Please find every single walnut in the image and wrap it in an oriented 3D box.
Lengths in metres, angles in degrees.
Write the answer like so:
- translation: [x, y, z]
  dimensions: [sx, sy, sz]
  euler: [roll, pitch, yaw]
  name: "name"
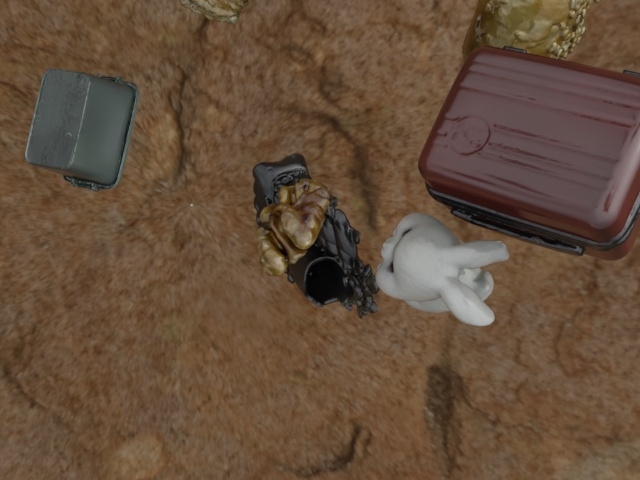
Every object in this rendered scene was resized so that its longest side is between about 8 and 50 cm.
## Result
- translation: [-0.046, -0.027, 1.338]
  dimensions: [0.069, 0.170, 0.143]
  euler: [36, 113, -17]
  name: "walnut"

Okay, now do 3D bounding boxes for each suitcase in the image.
- translation: [0.298, -0.117, 1.205]
  dimensions: [0.297, 0.161, 0.236]
  euler: [21, 79, 32]
  name: "suitcase"

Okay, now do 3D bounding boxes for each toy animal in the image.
- translation: [0.173, 0.044, 1.308]
  dimensions: [0.179, 0.193, 0.127]
  euler: [22, 84, 7]
  name: "toy animal"

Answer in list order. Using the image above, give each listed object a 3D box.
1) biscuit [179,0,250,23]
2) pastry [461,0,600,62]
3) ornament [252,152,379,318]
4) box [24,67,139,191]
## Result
- translation: [-0.102, -0.304, 0.856]
  dimensions: [0.131, 0.026, 0.236]
  euler: [24, 56, -9]
  name: "biscuit"
- translation: [0.354, -0.387, 1.500]
  dimensions: [0.184, 0.315, 0.284]
  euler: [21, 52, 5]
  name: "pastry"
- translation: [0.000, 0.000, 1.525]
  dimensions: [0.106, 0.260, 0.251]
  euler: [-22, 123, -28]
  name: "ornament"
- translation: [-0.243, -0.115, 0.925]
  dimensions: [0.084, 0.069, 0.122]
  euler: [11, 88, 28]
  name: "box"
